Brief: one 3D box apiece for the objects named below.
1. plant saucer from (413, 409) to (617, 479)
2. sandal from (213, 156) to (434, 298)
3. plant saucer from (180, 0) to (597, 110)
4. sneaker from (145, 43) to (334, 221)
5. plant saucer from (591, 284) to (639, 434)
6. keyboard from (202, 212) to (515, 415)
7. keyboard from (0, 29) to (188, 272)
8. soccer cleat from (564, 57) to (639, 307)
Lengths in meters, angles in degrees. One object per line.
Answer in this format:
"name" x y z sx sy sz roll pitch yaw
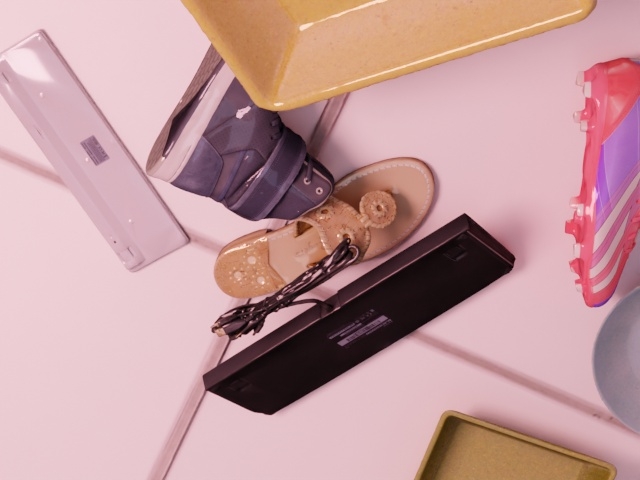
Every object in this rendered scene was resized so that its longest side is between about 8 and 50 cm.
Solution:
"plant saucer" 0.184 0.268 1.771 0.188 0.045 0.188 19 115 -3
"sandal" 0.003 0.005 1.649 0.240 0.079 0.088 -25 110 15
"plant saucer" 0.014 -0.283 1.388 0.333 0.081 0.333 -14 130 30
"sneaker" -0.038 -0.123 1.597 0.163 0.086 0.226 28 106 -17
"plant saucer" 0.364 0.110 1.687 0.195 0.037 0.195 2 114 4
"keyboard" 0.017 0.065 1.654 0.317 0.033 0.201 -33 146 17
"keyboard" -0.227 -0.083 1.669 0.072 0.014 0.256 -30 109 12
"soccer cleat" 0.282 -0.050 1.602 0.095 0.083 0.248 -1 112 0
